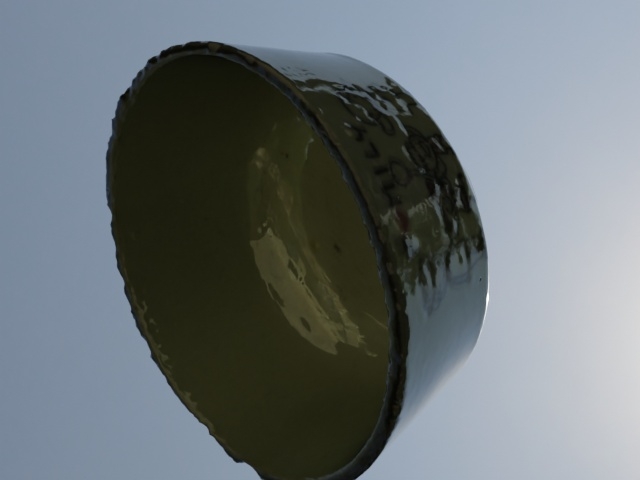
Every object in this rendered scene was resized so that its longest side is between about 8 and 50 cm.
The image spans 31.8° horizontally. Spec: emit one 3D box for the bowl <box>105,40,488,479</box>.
[{"bbox_3d":[0.000,0.000,0.537,0.112,0.211,0.211,-21,-108,-36],"label":"bowl"}]
